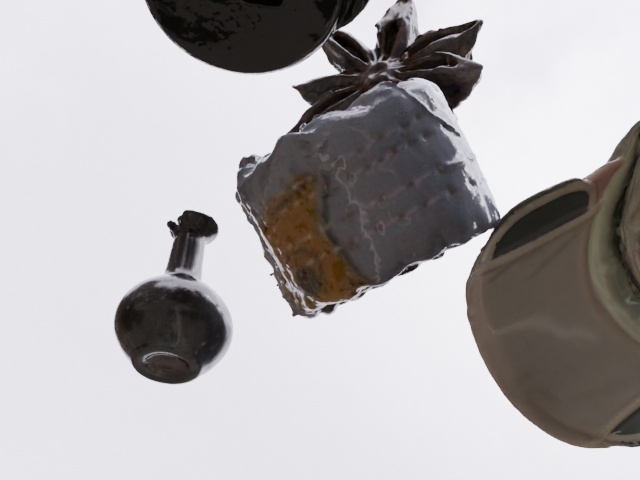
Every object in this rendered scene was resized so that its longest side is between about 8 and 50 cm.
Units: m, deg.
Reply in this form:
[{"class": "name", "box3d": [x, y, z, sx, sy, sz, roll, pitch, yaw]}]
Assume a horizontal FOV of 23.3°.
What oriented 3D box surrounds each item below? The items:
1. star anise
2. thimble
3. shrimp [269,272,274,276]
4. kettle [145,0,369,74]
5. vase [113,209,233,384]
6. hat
[{"class": "star anise", "box3d": [0.072, -0.143, 1.514, 0.230, 0.262, 0.081, -29, -49, -9]}, {"class": "thimble", "box3d": [0.030, -0.029, 1.006, 0.118, 0.151, 0.127, 64, -30, 2]}, {"class": "shrimp", "box3d": [0.000, 0.000, 1.496, 0.056, 0.065, 0.165, -3, -33, -31]}, {"class": "kettle", "box3d": [-0.064, -0.301, 1.365, 0.262, 0.308, 0.203, 35, -60, -8]}, {"class": "vase", "box3d": [-0.142, 0.051, 1.568, 0.120, 0.183, 0.120, 4, -35, 3]}, {"class": "hat", "box3d": [0.233, 0.043, 1.132, 0.226, 0.164, 0.219, -32, -97, 19]}]
